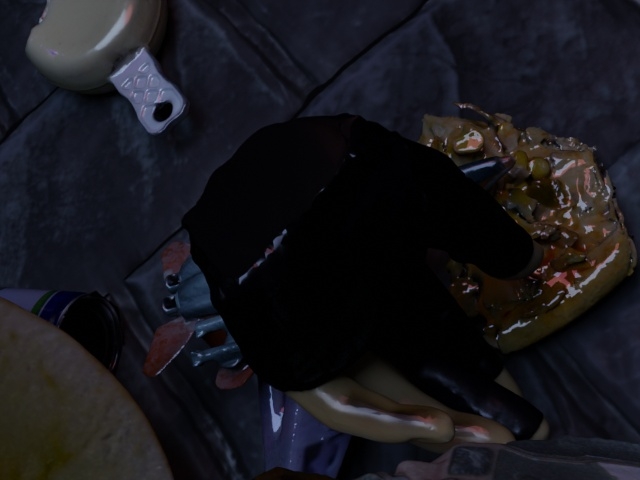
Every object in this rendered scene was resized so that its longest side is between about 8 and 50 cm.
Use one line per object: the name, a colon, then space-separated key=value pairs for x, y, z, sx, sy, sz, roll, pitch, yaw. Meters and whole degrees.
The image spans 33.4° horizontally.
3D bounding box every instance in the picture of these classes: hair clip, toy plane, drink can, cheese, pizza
hair clip: x=-0.028 y=0.203 z=0.808 sx=0.137 sy=0.090 sz=0.278 roll=-15 pitch=54 yaw=59
toy plane: x=-0.005 y=-0.004 z=0.829 sx=0.326 sy=0.104 sz=0.223 roll=-29 pitch=37 yaw=26
drink can: x=-0.303 y=0.088 z=0.983 sx=0.235 sy=0.097 sz=0.097 roll=2 pitch=71 yaw=28
cheese: x=-0.194 y=-0.210 z=1.064 sx=0.249 sy=0.071 sz=0.163 roll=28 pitch=85 yaw=32
pizza: x=0.151 y=-0.029 z=0.824 sx=0.147 sy=0.069 sz=0.226 roll=-21 pitch=63 yaw=20

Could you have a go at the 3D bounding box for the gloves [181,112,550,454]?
gloves: x=0.053 y=0.038 z=0.693 sx=0.197 sy=0.301 sz=0.152 roll=-49 pitch=24 yaw=-8

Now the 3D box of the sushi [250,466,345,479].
sushi: x=0.056 y=0.267 z=0.667 sx=0.296 sy=0.179 sz=0.167 roll=29 pitch=72 yaw=0

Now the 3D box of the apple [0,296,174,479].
apple: x=-0.303 y=0.196 z=0.769 sx=0.295 sy=0.329 sz=0.365 roll=-31 pitch=99 yaw=24

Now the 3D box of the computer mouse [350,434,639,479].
computer mouse: x=0.151 y=0.195 z=0.597 sx=0.199 sy=0.389 sz=0.115 roll=-148 pitch=69 yaw=-68
